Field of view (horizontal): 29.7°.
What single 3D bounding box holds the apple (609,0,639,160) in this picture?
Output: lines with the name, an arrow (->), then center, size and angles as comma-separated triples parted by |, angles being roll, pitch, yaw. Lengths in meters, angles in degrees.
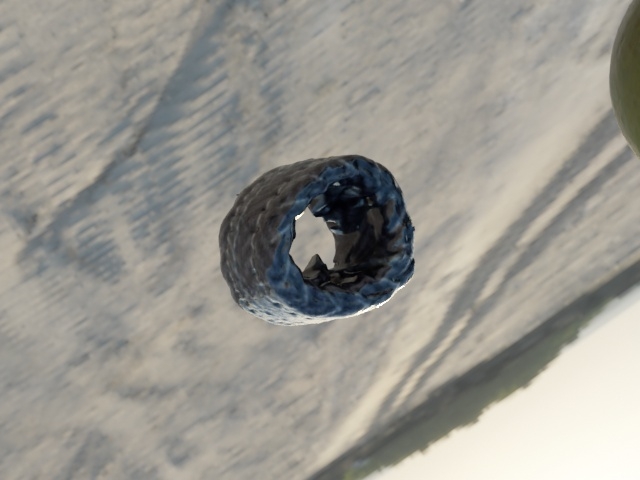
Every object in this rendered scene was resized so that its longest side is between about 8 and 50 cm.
apple -> 0.271, -0.099, 0.710 | 0.196, 0.196, 0.157 | -27, 143, -36

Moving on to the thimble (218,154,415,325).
thimble -> -0.002, -0.001, 0.686 | 0.104, 0.095, 0.066 | 1, 172, -36
